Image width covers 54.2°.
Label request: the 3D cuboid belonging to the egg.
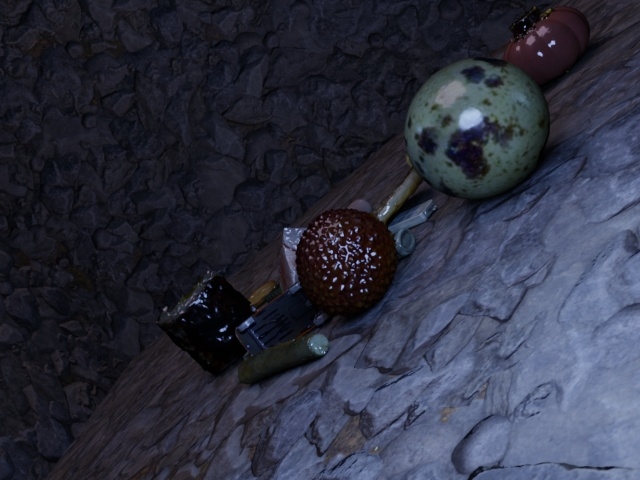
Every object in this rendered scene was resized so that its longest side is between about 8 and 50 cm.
[{"bbox_3d":[0.384,-0.272,1.573,0.345,0.345,0.428,-43,-5,-5],"label":"egg"}]

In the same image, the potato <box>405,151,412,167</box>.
[{"bbox_3d":[0.382,-0.313,2.423,0.066,0.103,0.096,-37,12,41],"label":"potato"}]

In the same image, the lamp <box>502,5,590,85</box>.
[{"bbox_3d":[0.757,-0.674,2.134,0.305,0.239,0.305,-40,11,10],"label":"lamp"}]

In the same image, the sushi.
[{"bbox_3d":[-0.376,0.285,2.199,0.299,0.294,0.281,-31,15,43],"label":"sushi"}]

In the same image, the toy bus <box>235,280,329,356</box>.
[{"bbox_3d":[-0.094,0.223,1.864,0.329,0.143,0.153,-38,1,24],"label":"toy bus"}]

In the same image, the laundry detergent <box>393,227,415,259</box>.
[{"bbox_3d":[0.169,0.048,1.795,0.226,0.070,0.099,-35,20,39],"label":"laundry detergent"}]

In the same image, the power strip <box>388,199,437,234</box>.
[{"bbox_3d":[0.285,-0.071,1.957,0.081,0.035,0.192,-46,11,-33],"label":"power strip"}]

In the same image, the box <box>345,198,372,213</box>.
[{"bbox_3d":[0.116,-0.065,2.330,0.200,0.088,0.146,-47,-20,-18],"label":"box"}]

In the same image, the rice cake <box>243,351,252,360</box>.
[{"bbox_3d":[-0.178,0.327,2.029,0.180,0.030,0.042,-42,6,-10],"label":"rice cake"}]

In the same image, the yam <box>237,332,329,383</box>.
[{"bbox_3d":[-0.112,0.320,1.694,0.372,0.083,0.083,-31,15,44],"label":"yam"}]

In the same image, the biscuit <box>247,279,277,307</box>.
[{"bbox_3d":[-0.266,0.247,2.690,0.260,0.041,0.203,-30,13,47],"label":"biscuit"}]

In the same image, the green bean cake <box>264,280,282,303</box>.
[{"bbox_3d":[-0.097,0.162,2.242,0.183,0.094,0.185,-49,12,-33],"label":"green bean cake"}]

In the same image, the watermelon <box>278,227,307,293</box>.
[{"bbox_3d":[-0.034,0.066,2.018,0.310,0.193,0.232,-19,-17,21],"label":"watermelon"}]

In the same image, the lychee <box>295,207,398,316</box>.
[{"bbox_3d":[0.068,0.055,1.622,0.276,0.276,0.304,-36,37,31],"label":"lychee"}]

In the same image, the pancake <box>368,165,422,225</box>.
[{"bbox_3d":[0.215,-0.096,2.126,0.387,0.082,0.387,-46,-1,-1],"label":"pancake"}]
